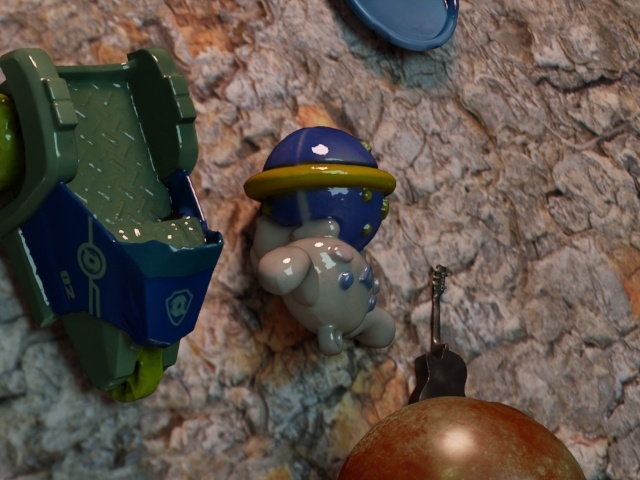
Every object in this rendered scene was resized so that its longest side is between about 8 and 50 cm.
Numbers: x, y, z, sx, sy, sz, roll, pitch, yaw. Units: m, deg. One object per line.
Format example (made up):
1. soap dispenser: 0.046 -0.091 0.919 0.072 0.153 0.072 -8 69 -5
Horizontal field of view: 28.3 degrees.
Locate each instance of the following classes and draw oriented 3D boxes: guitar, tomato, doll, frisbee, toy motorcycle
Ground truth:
1. guitar: 0.146 0.134 1.533 0.088 0.025 0.233 24 56 -32
2. tomato: 0.152 0.270 1.290 0.270 0.270 0.222 37 74 -24
3. doll: -0.021 -0.005 1.347 0.311 0.160 0.242 5 92 -71
4. frisbee: 0.090 -0.359 1.706 0.242 0.045 0.242 19 59 -35
5. toy motorcycle: -0.187 -0.023 1.181 0.191 0.200 0.326 -10 75 -45
